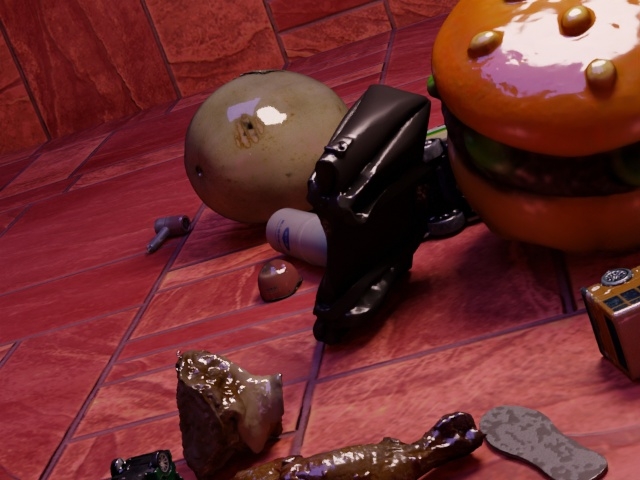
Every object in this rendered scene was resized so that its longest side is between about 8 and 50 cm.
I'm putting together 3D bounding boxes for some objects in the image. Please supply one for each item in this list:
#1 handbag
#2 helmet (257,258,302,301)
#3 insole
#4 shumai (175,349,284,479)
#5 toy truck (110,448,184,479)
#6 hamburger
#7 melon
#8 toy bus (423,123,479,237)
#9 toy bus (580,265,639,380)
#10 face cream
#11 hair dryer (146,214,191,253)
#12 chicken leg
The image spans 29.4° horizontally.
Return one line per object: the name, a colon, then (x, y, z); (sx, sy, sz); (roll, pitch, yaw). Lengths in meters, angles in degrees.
handbag: (0.057, -0.030, 1.568); (0.113, 0.285, 0.257); (15, 33, 19)
helmet: (-0.064, 0.051, 1.813); (0.065, 0.049, 0.084); (-16, 18, 15)
insole: (0.208, 0.194, 1.166); (0.065, 0.006, 0.193); (-25, 18, -16)
shumai: (-0.095, 0.183, 1.342); (0.116, 0.145, 0.145); (-8, 19, 7)
toy truck: (-0.190, 0.275, 1.233); (0.065, 0.079, 0.147); (-14, 19, 21)
hamburger: (0.343, -0.194, 1.536); (0.396, 0.277, 0.396); (-9, 44, 9)
melon: (-0.081, -0.168, 2.129); (0.330, 0.268, 0.268); (-23, 16, -35)
toy bus: (0.214, -0.112, 1.849); (0.305, 0.143, 0.179); (-20, 15, 2)
toy bus: (0.372, 0.062, 1.243); (0.182, 0.091, 0.103); (-23, 19, -3)
face cream: (0.000, 0.000, 1.850); (0.077, 0.077, 0.250); (-27, 18, -21)
hair dryer: (-0.292, -0.007, 2.268); (0.063, 0.037, 0.114); (-8, 29, 30)
chicken leg: (-0.005, 0.235, 1.170); (0.322, 0.083, 0.177); (-16, 3, 20)
